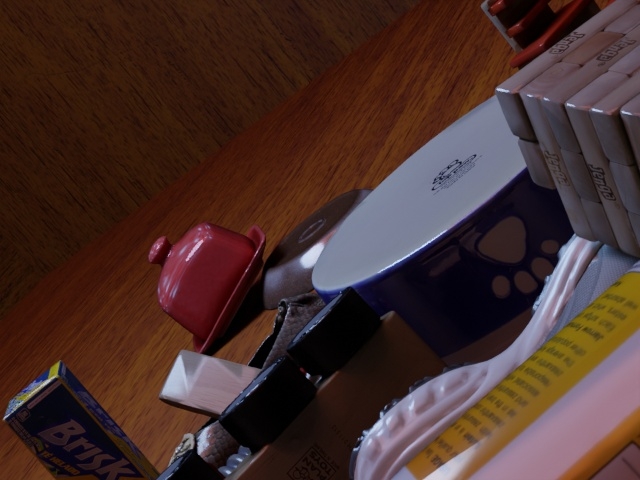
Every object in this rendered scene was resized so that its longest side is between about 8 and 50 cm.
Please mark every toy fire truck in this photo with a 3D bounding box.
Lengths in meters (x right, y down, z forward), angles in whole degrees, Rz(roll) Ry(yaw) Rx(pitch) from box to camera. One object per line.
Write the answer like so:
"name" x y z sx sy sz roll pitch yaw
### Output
"toy fire truck" -0.050 0.143 0.816 0.217 0.158 0.246 -45 1 -23

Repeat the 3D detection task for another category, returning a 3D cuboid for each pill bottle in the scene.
"pill bottle" 0.104 0.108 0.448 0.245 0.136 0.136 -40 12 -3

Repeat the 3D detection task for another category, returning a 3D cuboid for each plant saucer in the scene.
"plant saucer" 0.000 0.000 1.409 0.198 0.036 0.198 -37 13 10

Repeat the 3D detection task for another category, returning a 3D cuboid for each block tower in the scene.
"block tower" 0.219 -0.028 0.494 0.097 0.091 0.335 -37 29 -16

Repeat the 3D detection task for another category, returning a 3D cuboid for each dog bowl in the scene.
"dog bowl" 0.124 -0.012 0.908 0.265 0.104 0.265 -37 12 9

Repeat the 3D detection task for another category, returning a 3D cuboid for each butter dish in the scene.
"butter dish" -0.146 0.036 1.451 0.160 0.118 0.160 -61 11 2

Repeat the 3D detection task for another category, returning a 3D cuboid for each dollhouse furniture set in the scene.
"dollhouse furniture set" 0.281 -0.222 1.123 0.262 0.135 0.259 -47 14 -32

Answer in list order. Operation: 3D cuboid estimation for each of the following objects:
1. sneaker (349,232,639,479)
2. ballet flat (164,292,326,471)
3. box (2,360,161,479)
"sneaker" 0.144 0.071 0.618 0.271 0.100 0.108 -42 33 -16
"ballet flat" -0.064 0.129 1.073 0.250 0.058 0.084 -48 14 -34
"box" -0.166 0.175 0.948 0.054 0.169 0.059 -40 11 -3
